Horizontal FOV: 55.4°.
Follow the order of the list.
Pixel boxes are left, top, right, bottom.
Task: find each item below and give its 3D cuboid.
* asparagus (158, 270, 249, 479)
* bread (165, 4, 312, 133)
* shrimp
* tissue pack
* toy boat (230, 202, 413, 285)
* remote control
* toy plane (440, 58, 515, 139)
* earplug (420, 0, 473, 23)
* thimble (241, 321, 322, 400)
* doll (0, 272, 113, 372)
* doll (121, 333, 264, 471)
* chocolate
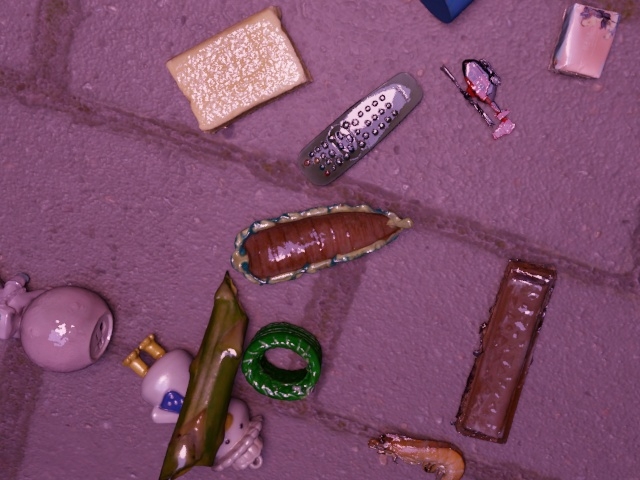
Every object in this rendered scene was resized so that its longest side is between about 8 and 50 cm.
[{"bbox_3d":[-0.169,0.214,0.962,0.085,0.082,0.343,14,67,5],"label":"asparagus"},{"bbox_3d":[-0.120,-0.255,0.922,0.188,0.068,0.125,-26,100,8],"label":"bread"},{"bbox_3d":[0.163,0.399,1.073,0.178,0.034,0.124,8,110,-3],"label":"shrimp"},{"bbox_3d":[0.380,-0.286,0.884,0.074,0.059,0.094,12,104,-1],"label":"tissue pack"},{"bbox_3d":[0.005,-0.003,0.959,0.293,0.099,0.108,-13,102,14],"label":"toy boat"},{"bbox_3d":[0.061,-0.171,0.942,0.222,0.042,0.072,-39,97,12],"label":"remote control"},{"bbox_3d":[0.247,-0.222,0.920,0.060,0.037,0.145,-36,97,15],"label":"toy plane"},{"bbox_3d":[0.245,-0.438,0.829,0.273,0.132,0.132,-39,98,7],"label":"earplug"},{"bbox_3d":[-0.059,0.199,1.011,0.130,0.090,0.118,38,101,-5],"label":"thimble"},{"bbox_3d":[-0.494,0.123,1.000,0.287,0.151,0.151,15,103,4],"label":"doll"},{"bbox_3d":[-0.204,0.281,1.027,0.293,0.138,0.119,46,142,-4],"label":"doll"},{"bbox_3d":[0.305,0.191,0.997,0.102,0.065,0.329,12,105,0],"label":"chocolate"}]
